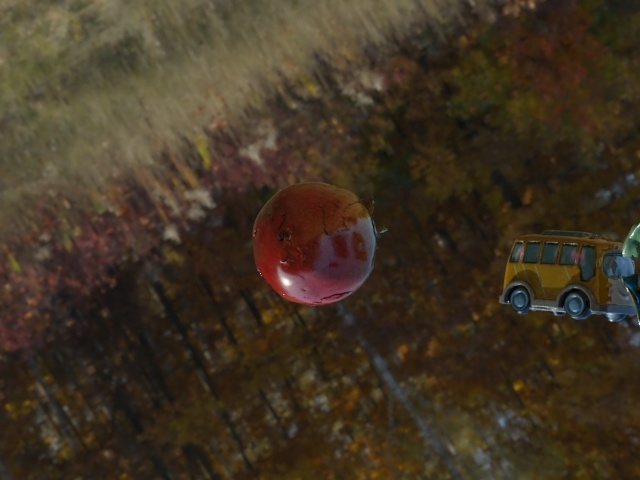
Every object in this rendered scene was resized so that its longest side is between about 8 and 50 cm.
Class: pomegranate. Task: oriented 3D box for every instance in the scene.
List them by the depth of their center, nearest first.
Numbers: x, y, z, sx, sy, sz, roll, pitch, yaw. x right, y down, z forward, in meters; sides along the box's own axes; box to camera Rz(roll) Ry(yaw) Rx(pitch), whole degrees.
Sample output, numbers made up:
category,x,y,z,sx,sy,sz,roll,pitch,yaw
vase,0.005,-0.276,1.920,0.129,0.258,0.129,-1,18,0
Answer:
category,x,y,z,sx,sy,sz,roll,pitch,yaw
pomegranate,0.000,0.000,1.832,0.235,0.210,0.210,-26,-179,-39

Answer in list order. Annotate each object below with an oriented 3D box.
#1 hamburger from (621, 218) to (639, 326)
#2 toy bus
category,x,y,z,sx,sy,sz,roll,pitch,yaw
hamburger,0.513,0.048,1.380,0.260,0.276,0.150,-33,-138,7
toy bus,0.390,0.053,1.726,0.126,0.136,0.209,6,178,-43
